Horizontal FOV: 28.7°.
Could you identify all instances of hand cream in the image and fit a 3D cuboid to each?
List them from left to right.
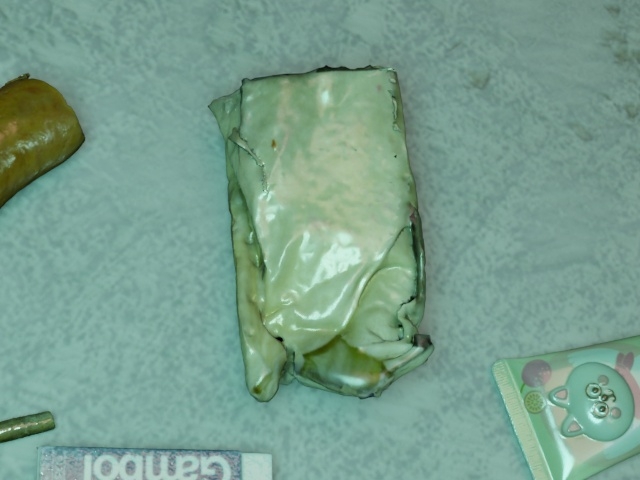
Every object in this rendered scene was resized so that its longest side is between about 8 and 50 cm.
[{"bbox_3d":[0.337,0.152,1.286,0.305,0.093,0.147,-16,73,-12],"label":"hand cream"}]

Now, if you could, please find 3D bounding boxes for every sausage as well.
[{"bbox_3d":[-0.337,-0.044,1.155,0.109,0.109,0.270,37,63,1],"label":"sausage"}]

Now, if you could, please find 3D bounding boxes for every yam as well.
[{"bbox_3d":[-0.296,0.175,1.123,0.116,0.021,0.021,-12,73,-20],"label":"yam"}]

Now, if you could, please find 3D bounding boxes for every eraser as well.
[{"bbox_3d":[-0.150,0.236,1.126,0.212,0.046,0.092,4,68,-15],"label":"eraser"}]

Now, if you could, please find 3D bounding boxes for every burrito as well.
[{"bbox_3d":[-0.003,0.001,1.212,0.190,0.135,0.332,-2,71,-13],"label":"burrito"}]
